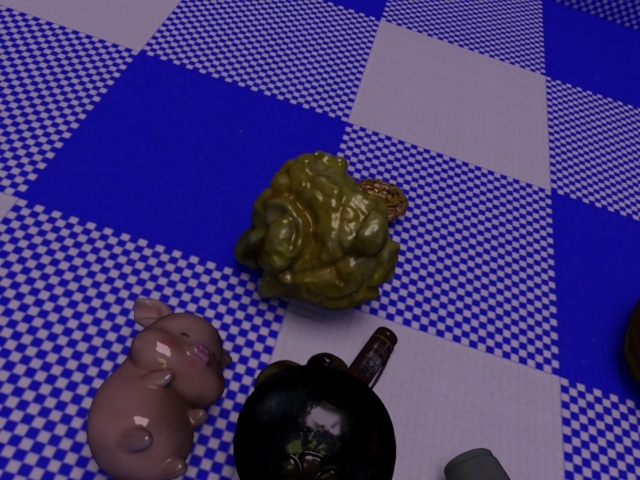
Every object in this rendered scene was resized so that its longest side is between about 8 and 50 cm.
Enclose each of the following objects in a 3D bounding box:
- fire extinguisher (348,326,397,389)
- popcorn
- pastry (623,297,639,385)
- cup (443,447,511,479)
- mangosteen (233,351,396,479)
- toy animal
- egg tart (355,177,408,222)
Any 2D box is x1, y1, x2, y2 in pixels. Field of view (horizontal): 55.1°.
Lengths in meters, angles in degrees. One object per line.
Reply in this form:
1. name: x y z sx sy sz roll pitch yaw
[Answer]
1. fire extinguisher: 0.071 0.206 0.985 0.158 0.043 0.064 -47 113 -39
2. popcorn: 0.000 0.000 1.012 0.235 0.242 0.250 -9 41 -42
3. pastry: 0.715 0.208 1.107 0.356 0.164 0.356 12 50 -15
4. cup: 0.236 0.369 0.854 0.120 0.120 0.141 -2 44 -18
5. mangosteen: -0.006 0.263 0.814 0.243 0.243 0.243 9 49 -10
6. toy animal: -0.213 0.205 0.828 0.154 0.166 0.250 -14 33 28
7. egg tart: 0.111 -0.074 1.228 0.128 0.049 0.129 5 47 -6
